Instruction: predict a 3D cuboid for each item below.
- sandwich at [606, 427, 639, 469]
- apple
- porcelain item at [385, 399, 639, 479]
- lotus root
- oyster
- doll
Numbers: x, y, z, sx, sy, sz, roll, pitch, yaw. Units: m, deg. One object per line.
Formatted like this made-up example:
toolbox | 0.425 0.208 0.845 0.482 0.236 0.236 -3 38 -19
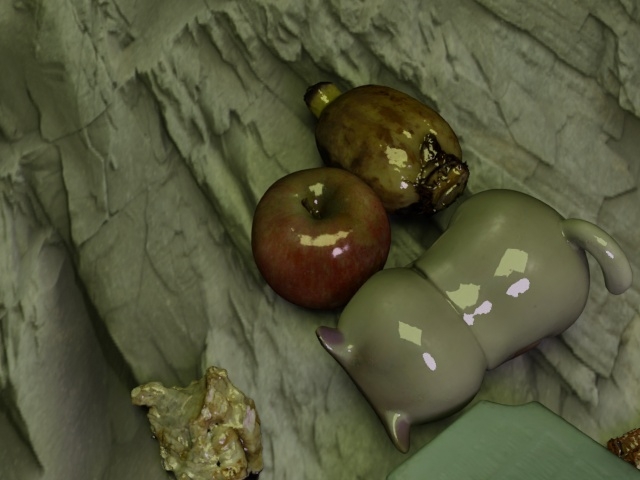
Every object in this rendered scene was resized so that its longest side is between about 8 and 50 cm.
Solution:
sandwich | 0.435 0.305 1.253 0.159 0.079 0.235 12 64 7
apple | 0.000 0.000 1.361 0.188 0.174 0.188 0 60 0
porcelain item | 0.224 0.342 1.146 0.281 0.157 0.286 33 47 31
lotus root | 0.092 -0.135 1.448 0.169 0.141 0.314 -32 56 -25
oyster | -0.162 0.240 1.296 0.191 0.081 0.163 13 68 11
doll | 0.186 0.084 1.302 0.370 0.226 0.215 -33 98 -5
